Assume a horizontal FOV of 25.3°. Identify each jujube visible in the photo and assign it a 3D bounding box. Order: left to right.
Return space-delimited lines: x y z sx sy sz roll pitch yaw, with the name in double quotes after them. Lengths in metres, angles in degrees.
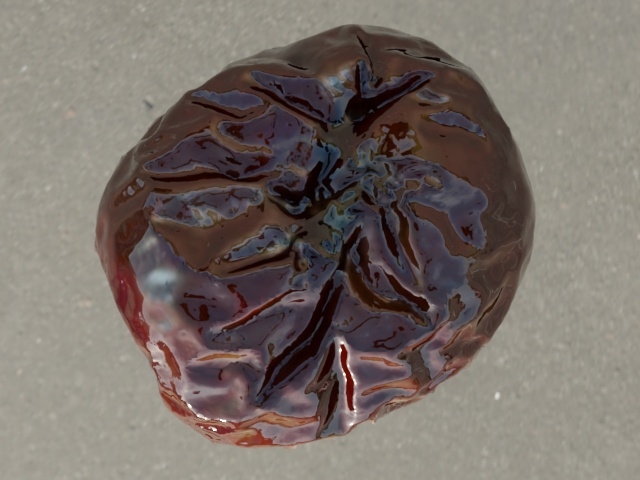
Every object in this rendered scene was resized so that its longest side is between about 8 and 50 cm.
0.000 0.000 0.788 0.232 0.213 0.213 -27 113 -6 "jujube"
